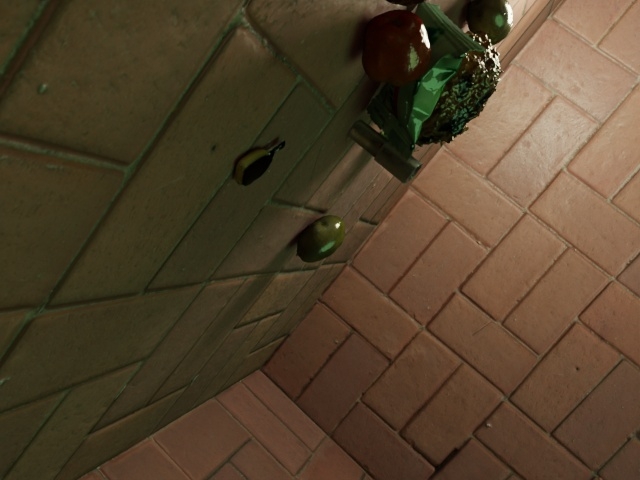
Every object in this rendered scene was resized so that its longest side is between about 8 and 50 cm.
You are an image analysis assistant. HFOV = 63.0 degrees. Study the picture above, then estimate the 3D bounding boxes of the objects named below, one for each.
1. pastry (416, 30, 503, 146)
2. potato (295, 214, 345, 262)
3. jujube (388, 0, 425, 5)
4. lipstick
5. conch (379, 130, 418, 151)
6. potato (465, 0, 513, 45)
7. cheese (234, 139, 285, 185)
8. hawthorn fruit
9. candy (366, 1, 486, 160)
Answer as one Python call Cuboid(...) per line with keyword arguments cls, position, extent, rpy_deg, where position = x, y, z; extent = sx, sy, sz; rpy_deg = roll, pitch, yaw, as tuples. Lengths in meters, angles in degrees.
Cuboid(cls="pastry", position=(0.394, -0.487, 1.711), extent=(0.337, 0.292, 0.405), rpy_deg=(-19, 159, -47))
Cuboid(cls="potato", position=(0.000, 0.000, 2.114), extent=(0.251, 0.159, 0.174), rpy_deg=(-32, 137, -29))
Cuboid(cls="jujube", position=(0.163, -0.533, 0.942), extent=(0.232, 0.213, 0.213), rpy_deg=(-27, 155, -50))
Cuboid(cls="lipstick", position=(0.208, -0.294, 1.707), extent=(0.079, 0.253, 0.077), rpy_deg=(-35, 162, -53))
Cuboid(cls="conch", position=(0.339, -0.412, 2.083), extent=(0.250, 0.137, 0.143), rpy_deg=(-43, 167, -27))
Cuboid(cls="potato", position=(0.593, -0.772, 1.834), extent=(0.165, 0.165, 0.262), rpy_deg=(-54, 174, 20))
Cuboid(cls="cheese", position=(-0.142, -0.200, 1.273), extent=(0.162, 0.036, 0.086), rpy_deg=(-42, 163, -32))
Cuboid(cls="hawthorn fruit", position=(0.184, -0.474, 1.289), extent=(0.189, 0.189, 0.189), rpy_deg=(-46, 168, -13))
Cuboid(cls="candy", position=(0.271, -0.447, 1.499), extent=(0.172, 0.262, 0.397), rpy_deg=(-3, 143, -23))
